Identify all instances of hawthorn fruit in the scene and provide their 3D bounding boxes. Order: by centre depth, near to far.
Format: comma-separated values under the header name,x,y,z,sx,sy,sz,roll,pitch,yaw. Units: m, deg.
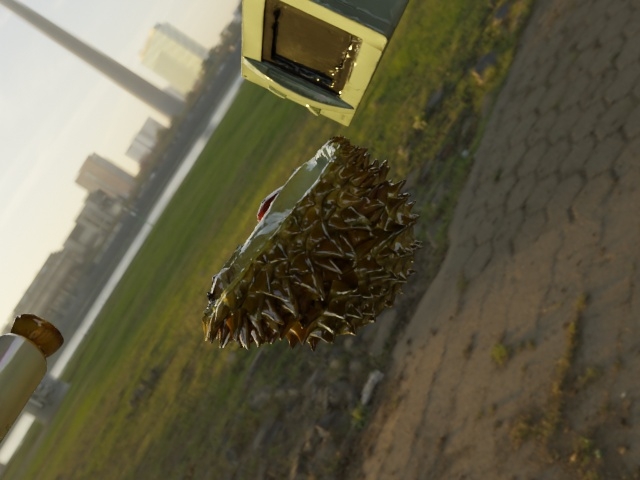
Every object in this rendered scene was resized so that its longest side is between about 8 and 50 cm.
name,x,y,z,sx,sy,sz,roll,pitch,yaw
hawthorn fruit,-0.040,-0.031,0.985,0.077,0.077,0.077,-54,12,17

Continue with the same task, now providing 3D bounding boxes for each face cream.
name,x,y,z,sx,sy,sz,roll,pitch,yaw
face cream,-0.278,0.142,0.673,0.072,0.051,0.182,113,-179,-51

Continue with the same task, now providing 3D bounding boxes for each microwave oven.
name,x,y,z,sx,sy,sz,roll,pitch,yaw
microwave oven,0.012,-0.210,0.677,0.208,0.122,0.162,123,171,-79

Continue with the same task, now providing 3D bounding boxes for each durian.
name,x,y,z,sx,sy,sz,roll,pitch,yaw
durian,0.000,0.000,0.668,0.139,0.144,0.252,0,51,46
